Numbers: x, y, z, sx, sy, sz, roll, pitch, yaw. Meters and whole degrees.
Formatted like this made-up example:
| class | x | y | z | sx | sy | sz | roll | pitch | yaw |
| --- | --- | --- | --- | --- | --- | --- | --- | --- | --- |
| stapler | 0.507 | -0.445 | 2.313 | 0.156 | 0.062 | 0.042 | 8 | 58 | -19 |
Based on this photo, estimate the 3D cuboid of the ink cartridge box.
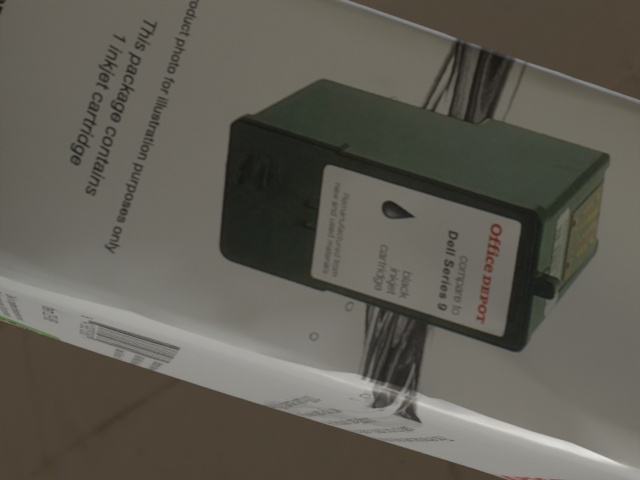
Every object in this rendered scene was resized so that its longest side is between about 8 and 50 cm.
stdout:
| class | x | y | z | sx | sy | sz | roll | pitch | yaw |
| --- | --- | --- | --- | --- | --- | --- | --- | --- | --- |
| ink cartridge box | 0.000 | 0.000 | 0.578 | 0.211 | 0.289 | 0.121 | 142 | -34 | -79 |
